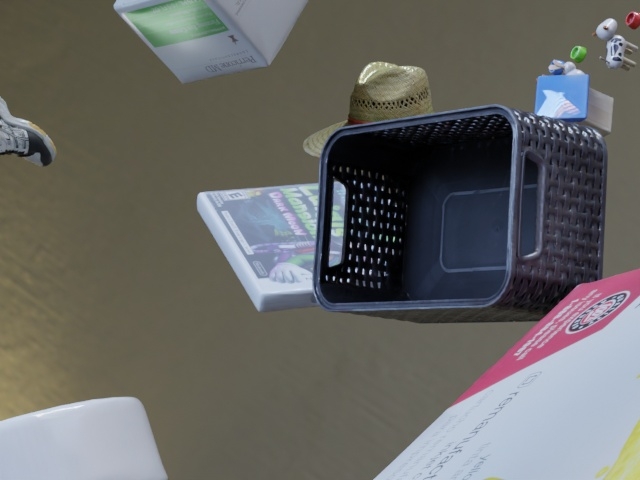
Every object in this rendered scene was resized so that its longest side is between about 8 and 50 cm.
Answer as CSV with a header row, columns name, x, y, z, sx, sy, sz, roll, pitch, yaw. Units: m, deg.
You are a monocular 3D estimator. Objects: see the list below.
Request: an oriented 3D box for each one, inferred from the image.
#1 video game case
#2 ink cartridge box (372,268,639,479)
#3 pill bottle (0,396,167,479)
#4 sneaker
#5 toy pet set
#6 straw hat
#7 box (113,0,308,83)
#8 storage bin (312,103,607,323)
name,x,y,z,sx,sy,sz,roll,pitch,yaw
video game case,0.000,0.000,1.552,0.173,0.190,0.022,-5,-61,-19
ink cartridge box,0.218,0.112,0.834,0.279,0.385,0.160,-38,-80,-36
pill bottle,-0.124,0.278,0.917,0.204,0.204,0.361,-8,-104,-46
sneaker,-0.211,-0.067,1.177,0.083,0.032,0.037,39,-124,-40
toy pet set,0.206,-0.136,1.503,0.065,0.122,0.114,21,-119,-23
straw hat,0.054,-0.108,1.380,0.144,0.144,0.061,-20,-65,-40
box,-0.074,-0.184,1.302,0.087,0.101,0.102,46,-124,-31
storage bin,0.085,-0.012,1.121,0.084,0.180,0.122,9,-98,-39
